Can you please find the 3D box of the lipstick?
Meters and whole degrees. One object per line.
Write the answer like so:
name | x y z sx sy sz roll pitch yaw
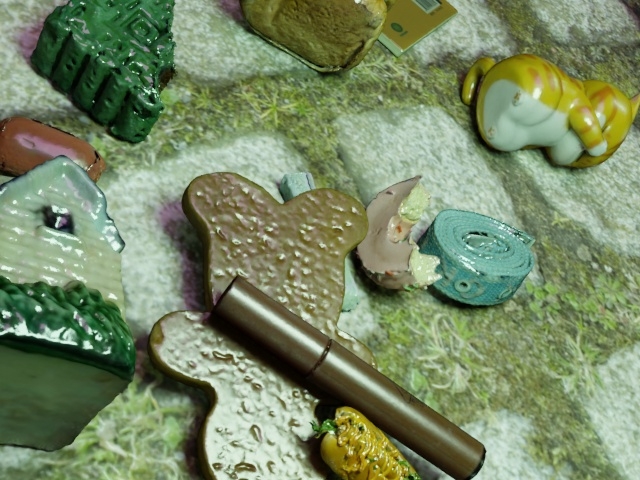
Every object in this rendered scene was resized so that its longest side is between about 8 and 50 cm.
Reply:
lipstick | 0.036 0.161 1.093 0.357 0.057 0.057 34 48 -7

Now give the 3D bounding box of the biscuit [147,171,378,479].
biscuit | -0.069 0.120 1.136 0.283 0.064 0.431 10 62 -21

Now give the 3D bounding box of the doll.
doll | 0.379 -0.205 1.555 0.270 0.166 0.162 21 52 -17

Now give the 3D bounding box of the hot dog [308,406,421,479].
hot dog | 0.062 0.253 1.079 0.188 0.055 0.072 47 54 -28

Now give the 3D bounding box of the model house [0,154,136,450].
model house | -0.357 0.035 0.939 0.299 0.243 0.284 16 45 -32

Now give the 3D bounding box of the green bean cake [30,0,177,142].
green bean cake | -0.253 -0.258 1.292 0.193 0.107 0.208 37 47 2

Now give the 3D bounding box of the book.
book | 0.083 -0.457 1.671 0.295 0.020 0.208 43 48 7

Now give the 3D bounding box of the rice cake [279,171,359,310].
rice cake | 0.000 0.000 1.284 0.043 0.034 0.210 -9 62 -29

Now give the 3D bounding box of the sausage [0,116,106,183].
sausage | -0.331 -0.101 1.158 0.141 0.076 0.076 23 49 -12

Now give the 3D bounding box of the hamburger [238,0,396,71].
hamburger | 0.008 -0.385 1.453 0.245 0.260 0.211 2 62 27

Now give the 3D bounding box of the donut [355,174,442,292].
donut | 0.101 0.001 1.294 0.065 0.117 0.166 34 51 -41

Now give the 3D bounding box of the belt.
belt | 0.215 0.027 1.348 0.163 0.082 0.147 24 39 -6
